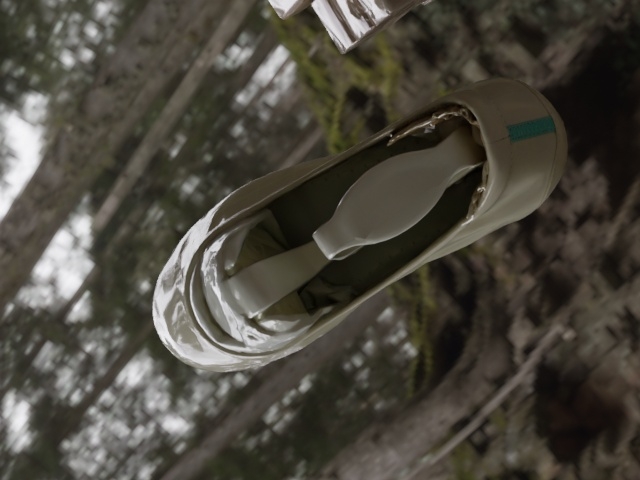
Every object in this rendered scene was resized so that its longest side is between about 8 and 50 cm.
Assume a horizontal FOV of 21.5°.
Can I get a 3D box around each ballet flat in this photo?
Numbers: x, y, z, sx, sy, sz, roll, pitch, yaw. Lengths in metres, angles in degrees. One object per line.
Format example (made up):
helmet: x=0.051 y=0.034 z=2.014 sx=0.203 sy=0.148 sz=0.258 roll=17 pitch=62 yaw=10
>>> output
ballet flat: x=0.000 y=0.000 z=0.787 sx=0.086 sy=0.248 sz=0.086 roll=38 pitch=-146 yaw=-32

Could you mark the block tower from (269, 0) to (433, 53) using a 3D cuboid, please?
block tower: x=0.120 y=-0.207 z=0.813 sx=0.335 sy=0.097 sz=0.091 roll=-31 pitch=-87 yaw=-15
